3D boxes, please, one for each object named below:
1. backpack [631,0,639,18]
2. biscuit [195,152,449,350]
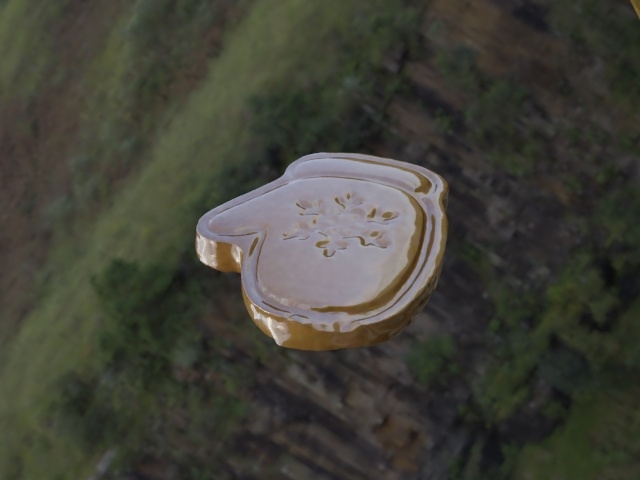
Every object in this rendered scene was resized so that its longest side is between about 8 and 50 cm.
[{"bbox_3d":[0.404,-0.236,1.160,0.353,0.378,0.201,-24,40,57],"label":"backpack"},{"bbox_3d":[0.000,-0.001,0.633,0.140,0.118,0.023,-82,-7,-54],"label":"biscuit"}]
